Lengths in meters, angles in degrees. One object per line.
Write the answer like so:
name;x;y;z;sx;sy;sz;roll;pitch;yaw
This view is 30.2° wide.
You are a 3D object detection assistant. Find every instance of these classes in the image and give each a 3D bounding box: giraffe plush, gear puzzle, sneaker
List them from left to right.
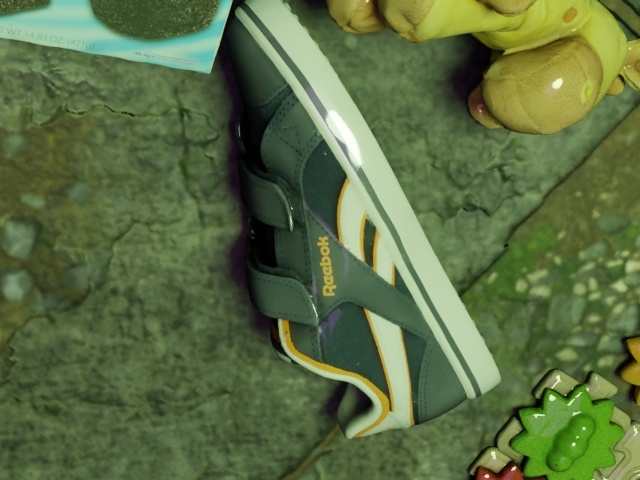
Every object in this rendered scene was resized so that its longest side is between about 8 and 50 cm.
sneaker;0.000;0.000;0.785;0.127;0.126;0.321;-30;110;-1
giraffe plush;0.128;-0.141;0.752;0.210;0.181;0.170;-40;122;-27
gear puzzle;0.204;0.199;0.909;0.175;0.044;0.339;34;102;-14

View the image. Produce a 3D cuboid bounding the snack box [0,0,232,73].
snack box;-0.197;-0.209;0.671;0.322;0.060;0.187;7;133;-18
